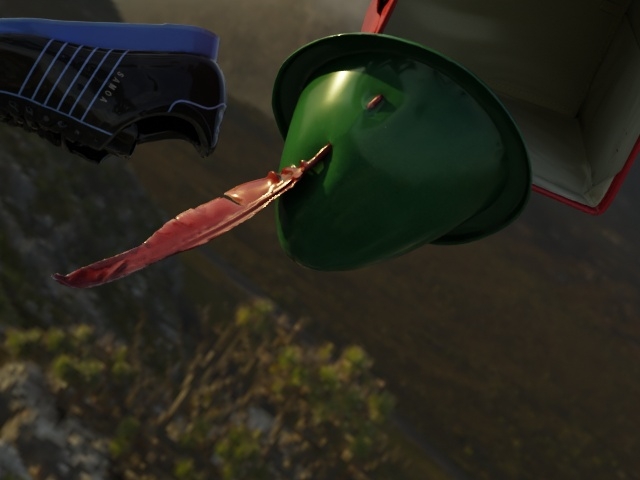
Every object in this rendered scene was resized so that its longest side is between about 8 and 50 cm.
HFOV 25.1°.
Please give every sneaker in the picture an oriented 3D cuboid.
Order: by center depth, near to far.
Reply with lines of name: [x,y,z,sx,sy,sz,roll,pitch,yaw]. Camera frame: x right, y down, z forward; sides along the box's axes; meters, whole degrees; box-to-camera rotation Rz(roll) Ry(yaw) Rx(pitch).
sneaker: [-0.181,-0.101,1.012,0.232,0.091,0.081,-2,-13,-8]

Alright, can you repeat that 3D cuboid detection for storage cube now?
storage cube: [0.140,-0.164,0.979,0.215,0.184,0.193,23,26,-5]

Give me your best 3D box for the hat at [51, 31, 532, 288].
hat: [0.000,0.000,0.859,0.173,0.208,0.184,48,54,-20]
